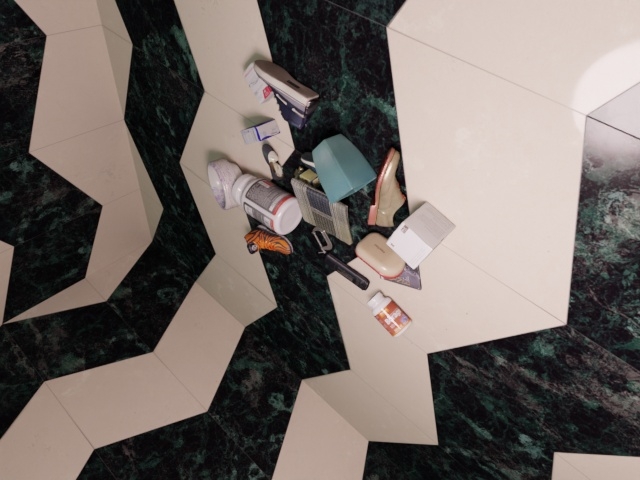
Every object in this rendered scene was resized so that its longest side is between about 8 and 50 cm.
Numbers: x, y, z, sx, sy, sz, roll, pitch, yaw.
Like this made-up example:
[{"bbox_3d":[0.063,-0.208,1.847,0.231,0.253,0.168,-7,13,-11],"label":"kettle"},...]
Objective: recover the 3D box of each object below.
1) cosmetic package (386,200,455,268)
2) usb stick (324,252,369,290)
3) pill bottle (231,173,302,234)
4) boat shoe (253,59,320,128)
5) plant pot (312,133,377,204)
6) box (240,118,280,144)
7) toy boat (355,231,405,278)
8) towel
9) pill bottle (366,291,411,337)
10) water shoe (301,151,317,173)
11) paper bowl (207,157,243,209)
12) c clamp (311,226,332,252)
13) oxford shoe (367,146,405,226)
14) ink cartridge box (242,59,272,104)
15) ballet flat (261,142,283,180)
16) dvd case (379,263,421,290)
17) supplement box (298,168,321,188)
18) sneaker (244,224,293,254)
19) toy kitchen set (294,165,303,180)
[{"bbox_3d":[0.384,-0.021,1.593,0.151,0.183,0.151,44,144,12],"label":"cosmetic package"},{"bbox_3d":[0.134,0.159,2.144,0.278,0.045,0.077,35,134,24],"label":"usb stick"},{"bbox_3d":[-0.282,-0.199,2.167,0.363,0.210,0.210,32,140,27],"label":"pill bottle"},{"bbox_3d":[-0.164,-0.612,1.753,0.340,0.127,0.158,41,135,15],"label":"boat shoe"},{"bbox_3d":[0.083,-0.308,1.719,0.165,0.165,0.234,-31,88,54],"label":"plant pot"},{"bbox_3d":[-0.287,-0.517,1.976,0.137,0.126,0.072,4,120,46],"label":"box"},{"bbox_3d":[0.268,0.083,1.846,0.231,0.151,0.151,40,159,28],"label":"toy boat"},{"bbox_3d":[0.017,-0.136,1.953,0.312,0.056,0.324,29,158,23],"label":"towel"},{"bbox_3d":[0.330,0.358,2.025,0.216,0.121,0.121,46,144,9],"label":"pill bottle"},{"bbox_3d":[0.004,-0.333,1.872,0.203,0.073,0.080,35,167,22],"label":"water shoe"},{"bbox_3d":[-0.522,-0.326,2.346,0.284,0.148,0.284,47,149,40],"label":"paper bowl"},{"bbox_3d":[0.000,0.000,2.179,0.137,0.022,0.161,-3,117,50],"label":"c clamp"},{"bbox_3d":[0.279,-0.204,1.648,0.130,0.123,0.348,13,132,5],"label":"oxford shoe"},{"bbox_3d":[-0.266,-0.705,1.847,0.109,0.063,0.150,-20,104,53],"label":"ink cartridge box"},{"bbox_3d":[-0.230,-0.389,2.069,0.074,0.074,0.203,18,138,39],"label":"ballet flat"},{"bbox_3d":[0.355,0.132,1.897,0.221,0.018,0.165,15,130,41],"label":"dvd case"},{"bbox_3d":[-0.045,-0.286,1.935,0.083,0.083,0.056,31,141,26],"label":"supplement box"},{"bbox_3d":[-0.320,0.032,2.427,0.321,0.180,0.125,23,135,35],"label":"sneaker"},{"bbox_3d":[-0.087,-0.311,2.015,0.083,0.075,0.068,-65,20,17],"label":"toy kitchen set"}]
